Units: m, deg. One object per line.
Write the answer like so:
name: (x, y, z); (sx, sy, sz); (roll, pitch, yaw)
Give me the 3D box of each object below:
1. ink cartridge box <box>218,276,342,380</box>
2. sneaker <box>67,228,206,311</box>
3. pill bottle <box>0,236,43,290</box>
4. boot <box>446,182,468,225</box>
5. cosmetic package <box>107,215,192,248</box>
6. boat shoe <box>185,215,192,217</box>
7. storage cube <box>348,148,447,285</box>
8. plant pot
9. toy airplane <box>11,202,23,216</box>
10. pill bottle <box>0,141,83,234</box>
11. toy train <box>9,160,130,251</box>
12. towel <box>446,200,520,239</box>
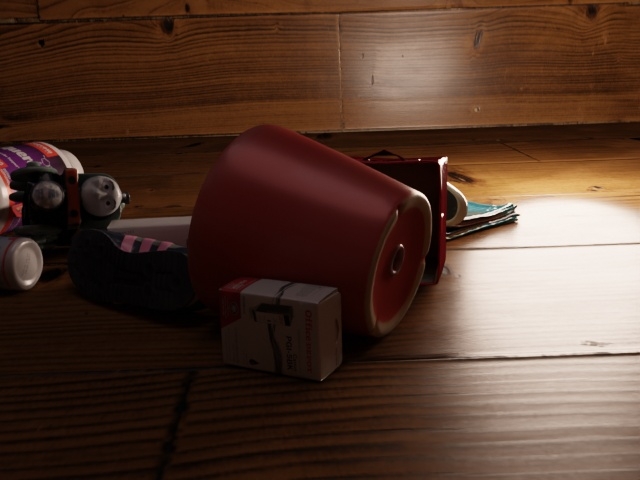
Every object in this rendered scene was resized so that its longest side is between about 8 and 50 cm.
ink cartridge box: (-0.048, 0.102, 0.904); (0.135, 0.099, 0.056); (5, 16, 26)
sneaker: (-0.259, 0.051, 1.174); (0.319, 0.112, 0.131); (13, 4, 38)
pill bottle: (-0.547, 0.036, 1.254); (0.160, 0.087, 0.087); (2, 15, 15)
boot: (0.212, -0.084, 1.493); (0.244, 0.088, 0.176); (23, 10, 40)
cosmetic package: (-0.230, 0.012, 1.288); (0.239, 0.099, 0.060); (-4, 14, -5)
boat shoe: (-0.211, -0.020, 1.520); (0.135, 0.050, 0.045); (15, 17, 22)
storage cube: (0.111, -0.042, 1.240); (0.184, 0.215, 0.193); (1, 9, 13)
plant pot: (0.000, 0.000, 1.023); (0.243, 0.275, 0.275); (17, 21, 27)
toy airplane: (-0.553, -0.050, 1.578); (0.151, 0.028, 0.151); (21, 40, -19)
pill bottle: (-0.670, -0.119, 1.688); (0.181, 0.181, 0.323); (3, 15, 19)
toy train: (-0.457, -0.055, 1.382); (0.190, 0.142, 0.334); (-4, -7, -23)
towel: (0.200, -0.065, 1.656); (0.271, 0.040, 0.370); (-13, 18, -40)
